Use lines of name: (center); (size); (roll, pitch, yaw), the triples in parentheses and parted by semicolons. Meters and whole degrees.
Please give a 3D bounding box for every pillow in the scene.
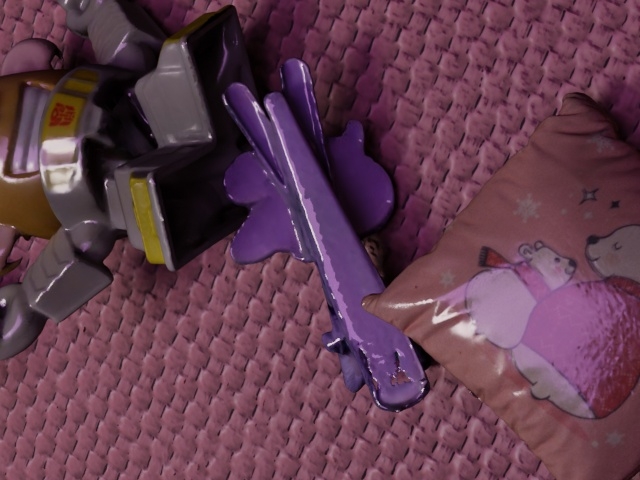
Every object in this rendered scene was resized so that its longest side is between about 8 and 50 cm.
pillow: (0.180, 0.044, 0.993); (0.236, 0.084, 0.223); (43, 100, 16)

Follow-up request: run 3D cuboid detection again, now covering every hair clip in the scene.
hair clip: (0.002, 0.005, 1.098); (0.137, 0.090, 0.278); (-23, 80, 1)

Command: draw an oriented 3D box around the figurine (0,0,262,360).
figurine: (-0.198, -0.073, 1.179); (0.284, 0.343, 0.167); (1, 139, 33)
